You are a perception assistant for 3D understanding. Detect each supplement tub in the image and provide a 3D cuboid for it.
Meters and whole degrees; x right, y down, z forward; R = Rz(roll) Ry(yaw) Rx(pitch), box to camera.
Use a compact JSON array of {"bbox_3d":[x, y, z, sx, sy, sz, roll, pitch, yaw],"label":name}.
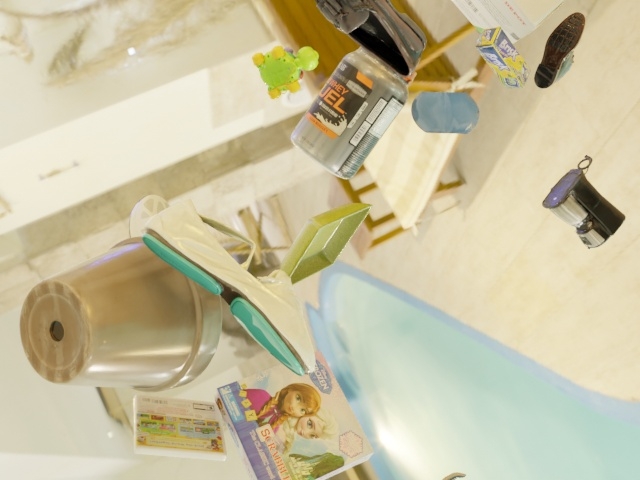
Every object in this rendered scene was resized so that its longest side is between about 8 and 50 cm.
[{"bbox_3d":[0.086,-0.327,1.774,0.194,0.316,0.193,34,-168,-8],"label":"supplement tub"}]

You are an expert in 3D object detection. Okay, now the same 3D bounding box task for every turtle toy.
[{"bbox_3d":[-0.063,-0.332,1.368,0.130,0.066,0.095,-9,117,35],"label":"turtle toy"}]

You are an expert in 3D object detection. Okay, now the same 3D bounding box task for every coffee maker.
[{"bbox_3d":[0.701,-0.094,1.858,0.178,0.171,0.120,39,-160,-13],"label":"coffee maker"}]

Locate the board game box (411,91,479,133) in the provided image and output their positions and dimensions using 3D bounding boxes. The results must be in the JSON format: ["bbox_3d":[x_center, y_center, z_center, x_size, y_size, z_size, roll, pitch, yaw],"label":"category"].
[{"bbox_3d":[0.309,-0.309,1.780,0.033,0.169,0.133,88,-176,-60],"label":"board game box"}]

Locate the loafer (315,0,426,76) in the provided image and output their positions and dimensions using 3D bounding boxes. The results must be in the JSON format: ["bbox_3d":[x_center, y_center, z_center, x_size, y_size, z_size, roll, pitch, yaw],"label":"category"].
[{"bbox_3d":[0.091,-0.435,1.415,0.303,0.095,0.109,28,153,-29],"label":"loafer"}]

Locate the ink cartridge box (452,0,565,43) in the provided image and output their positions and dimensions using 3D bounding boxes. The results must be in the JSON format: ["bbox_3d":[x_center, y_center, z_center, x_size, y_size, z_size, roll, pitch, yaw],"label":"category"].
[{"bbox_3d":[0.482,-0.630,1.854,0.211,0.121,0.289,48,178,-6],"label":"ink cartridge box"}]

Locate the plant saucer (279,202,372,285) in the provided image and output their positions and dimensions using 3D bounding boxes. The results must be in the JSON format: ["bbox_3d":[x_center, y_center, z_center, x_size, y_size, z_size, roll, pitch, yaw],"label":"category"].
[{"bbox_3d":[0.000,0.000,1.453,0.045,0.188,0.188,45,127,16],"label":"plant saucer"}]

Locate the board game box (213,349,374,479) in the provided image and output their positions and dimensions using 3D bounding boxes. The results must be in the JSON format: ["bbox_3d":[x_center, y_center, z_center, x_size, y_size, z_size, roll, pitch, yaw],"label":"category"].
[{"bbox_3d":[-0.071,0.481,1.869,0.318,0.318,0.066,60,150,24],"label":"board game box"}]

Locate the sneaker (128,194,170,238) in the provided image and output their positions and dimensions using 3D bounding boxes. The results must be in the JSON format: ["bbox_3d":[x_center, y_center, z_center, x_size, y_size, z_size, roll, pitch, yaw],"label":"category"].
[{"bbox_3d":[-0.380,-0.001,1.949,0.257,0.169,0.447,-50,48,35],"label":"sneaker"}]

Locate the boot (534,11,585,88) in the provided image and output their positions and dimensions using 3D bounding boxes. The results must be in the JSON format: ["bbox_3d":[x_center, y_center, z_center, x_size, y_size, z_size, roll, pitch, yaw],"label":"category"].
[{"bbox_3d":[0.673,-0.529,2.000,0.082,0.106,0.219,35,112,19],"label":"boot"}]

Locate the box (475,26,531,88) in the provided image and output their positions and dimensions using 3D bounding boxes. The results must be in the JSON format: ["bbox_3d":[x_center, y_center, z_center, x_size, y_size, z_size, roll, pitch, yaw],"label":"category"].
[{"bbox_3d":[0.458,-0.454,1.784,0.054,0.059,0.169,8,156,49],"label":"box"}]

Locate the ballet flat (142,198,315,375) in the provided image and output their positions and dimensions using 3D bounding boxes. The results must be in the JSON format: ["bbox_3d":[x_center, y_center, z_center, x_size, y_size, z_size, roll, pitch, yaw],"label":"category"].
[{"bbox_3d":[-0.135,0.071,1.283,0.400,0.139,0.139,41,166,-1],"label":"ballet flat"}]

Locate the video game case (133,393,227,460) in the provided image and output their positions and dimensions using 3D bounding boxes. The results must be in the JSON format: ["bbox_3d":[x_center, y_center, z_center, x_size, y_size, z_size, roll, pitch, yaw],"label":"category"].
[{"bbox_3d":[-0.361,0.475,1.822,0.206,0.227,0.026,-118,43,-61],"label":"video game case"}]

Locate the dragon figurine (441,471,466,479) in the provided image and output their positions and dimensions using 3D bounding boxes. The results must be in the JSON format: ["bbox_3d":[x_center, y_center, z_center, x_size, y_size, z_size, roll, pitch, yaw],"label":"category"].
[{"bbox_3d":[0.192,0.543,1.262,0.144,0.289,0.085,41,179,3],"label":"dragon figurine"}]

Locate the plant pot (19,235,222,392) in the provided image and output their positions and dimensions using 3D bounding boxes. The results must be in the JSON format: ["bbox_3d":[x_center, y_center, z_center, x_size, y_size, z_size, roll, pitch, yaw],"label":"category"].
[{"bbox_3d":[-0.398,0.152,1.371,0.280,0.323,0.323,-4,-118,-61],"label":"plant pot"}]
